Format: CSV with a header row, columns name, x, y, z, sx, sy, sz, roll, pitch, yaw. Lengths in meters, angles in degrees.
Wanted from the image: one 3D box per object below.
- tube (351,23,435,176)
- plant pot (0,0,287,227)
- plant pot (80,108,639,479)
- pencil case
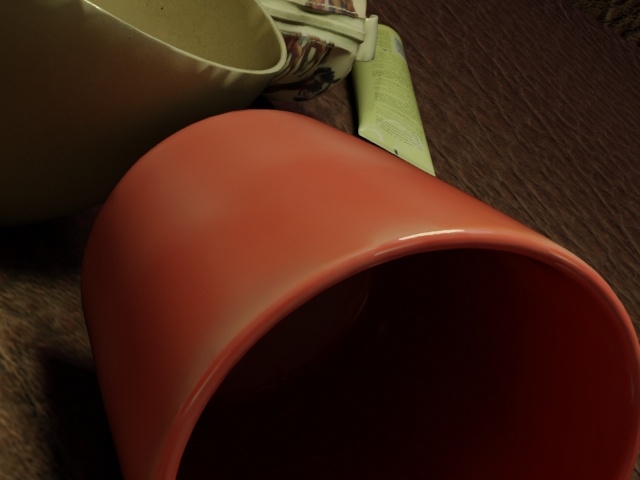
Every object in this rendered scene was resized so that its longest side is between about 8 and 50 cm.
name,x,y,z,sx,sy,sz,roll,pitch,yaw
tube,0.066,-0.146,1.891,0.070,0.062,0.240,-9,32,0
plant pot,-0.191,-0.121,1.143,0.284,0.191,0.284,34,19,-13
plant pot,-0.002,0.063,0.986,0.275,0.275,0.243,24,13,-34
pencil case,-0.107,-0.208,1.543,0.183,0.160,0.410,28,13,27
